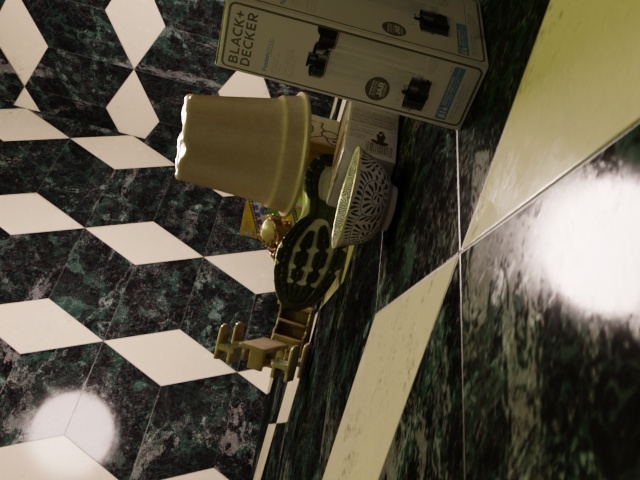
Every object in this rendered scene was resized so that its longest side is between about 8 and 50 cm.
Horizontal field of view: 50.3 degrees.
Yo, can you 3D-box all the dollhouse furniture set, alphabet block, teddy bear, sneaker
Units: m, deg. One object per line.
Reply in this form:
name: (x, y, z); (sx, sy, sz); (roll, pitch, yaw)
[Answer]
dollhouse furniture set: (-0.117, 0.248, 1.779); (0.242, 0.212, 0.161); (7, -84, -67)
alphabet block: (-0.007, -0.243, 2.032); (0.197, 0.192, 0.193); (-81, 5, -58)
teddy bear: (-0.064, 0.050, 1.836); (0.245, 0.113, 0.338); (53, 176, 45)
sneaker: (0.000, 0.000, 1.651); (0.182, 0.158, 0.410); (91, -164, -62)

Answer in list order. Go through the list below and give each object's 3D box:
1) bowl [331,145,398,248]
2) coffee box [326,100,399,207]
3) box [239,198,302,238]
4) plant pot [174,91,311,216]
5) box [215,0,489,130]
bowl: (0.076, -0.060, 1.100); (0.170, 0.080, 0.170); (-166, 90, -86)
coffee box: (0.084, -0.186, 1.274); (0.141, 0.098, 0.247); (109, 173, -47)
box: (-0.107, -0.138, 2.356); (0.290, 0.279, 0.177); (-83, 8, -52)
plant pot: (-0.214, -0.246, 1.779); (0.334, 0.305, 0.334); (-172, 90, -76)
box: (0.039, -0.243, 0.794); (0.169, 0.289, 0.087); (-79, 5, -46)
